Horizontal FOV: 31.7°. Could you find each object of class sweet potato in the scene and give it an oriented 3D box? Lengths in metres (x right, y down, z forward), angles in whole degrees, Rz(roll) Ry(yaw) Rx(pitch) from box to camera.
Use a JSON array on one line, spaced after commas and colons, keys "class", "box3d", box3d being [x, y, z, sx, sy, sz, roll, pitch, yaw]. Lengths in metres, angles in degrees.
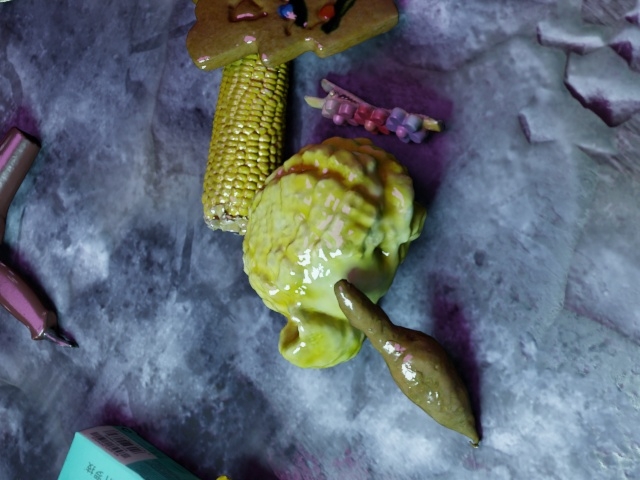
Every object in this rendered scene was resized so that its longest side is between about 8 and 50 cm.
[{"class": "sweet potato", "box3d": [0.108, 0.139, 1.355, 0.075, 0.074, 0.269, -36, 104, 24]}]

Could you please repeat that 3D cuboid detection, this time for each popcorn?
[{"class": "popcorn", "box3d": [0.000, 0.000, 1.427, 0.225, 0.174, 0.286, 41, 116, 45]}]

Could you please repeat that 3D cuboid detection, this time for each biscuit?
[{"class": "biscuit", "box3d": [-0.035, -0.332, 1.503, 0.302, 0.043, 0.278, 11, 63, 18]}]

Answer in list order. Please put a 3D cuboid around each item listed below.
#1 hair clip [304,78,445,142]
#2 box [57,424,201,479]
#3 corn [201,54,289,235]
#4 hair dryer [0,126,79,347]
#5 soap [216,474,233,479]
[{"class": "hair clip", "box3d": [0.063, -0.162, 1.465, 0.214, 0.062, 0.056, 26, 75, 36]}, {"class": "box", "box3d": [-0.298, 0.444, 1.591, 0.205, 0.118, 0.311, 28, 99, 33]}, {"class": "corn", "box3d": [-0.096, -0.159, 1.544, 0.106, 0.106, 0.305, 4, 82, 33]}, {"class": "hair dryer", "box3d": [-0.472, 0.028, 1.779, 0.340, 0.123, 0.312, 40, 95, 18]}, {"class": "soap", "box3d": [-0.054, 0.451, 1.392, 0.324, 0.096, 0.204, 23, 59, 31]}]
